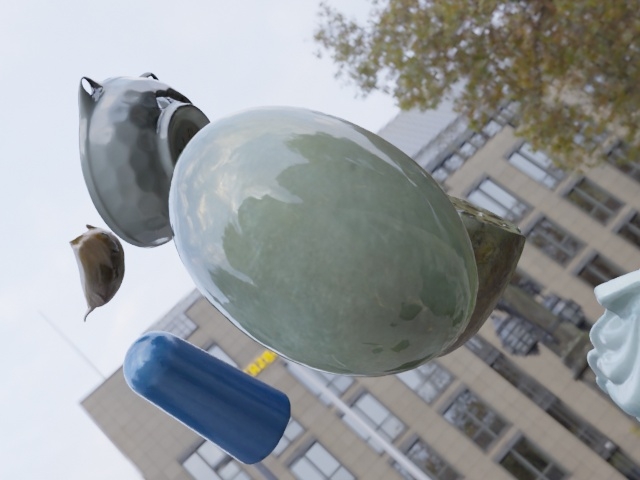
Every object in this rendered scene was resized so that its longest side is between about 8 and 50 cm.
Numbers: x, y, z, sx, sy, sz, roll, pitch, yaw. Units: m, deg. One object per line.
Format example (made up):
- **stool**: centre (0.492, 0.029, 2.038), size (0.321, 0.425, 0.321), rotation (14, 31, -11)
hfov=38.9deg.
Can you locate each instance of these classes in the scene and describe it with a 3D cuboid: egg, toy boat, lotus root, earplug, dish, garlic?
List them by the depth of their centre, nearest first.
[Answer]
- **toy boat**: centre (0.349, 0.114, 0.828), size (0.199, 0.100, 0.290), rotation (-28, -45, 20)
- **egg**: centre (0.000, 0.000, 0.958), size (0.258, 0.352, 0.258), rotation (-50, -13, -16)
- **dish**: centre (-0.241, -0.134, 1.401), size (0.303, 0.120, 0.303), rotation (29, -123, -59)
- **earplug**: centre (-0.189, 0.235, 1.420), size (0.273, 0.132, 0.132), rotation (37, -88, -29)
- **garlic**: centre (-0.353, 0.046, 1.458), size (0.084, 0.152, 0.066), rotation (-12, 4, -8)
- **lotus root**: centre (0.246, 0.085, 1.832), size (0.250, 0.250, 0.346), rotation (3, -59, -60)
